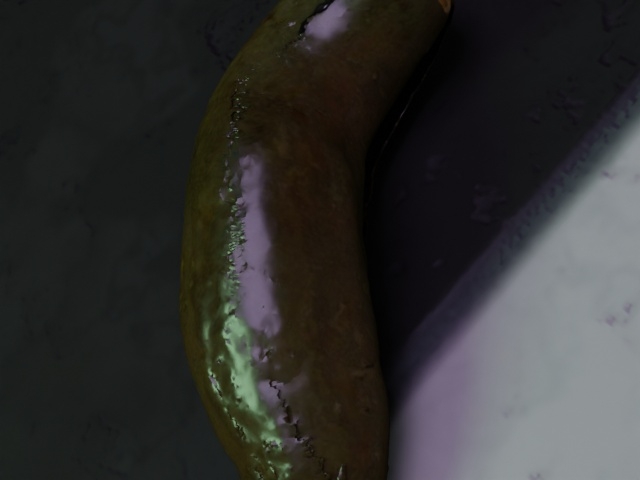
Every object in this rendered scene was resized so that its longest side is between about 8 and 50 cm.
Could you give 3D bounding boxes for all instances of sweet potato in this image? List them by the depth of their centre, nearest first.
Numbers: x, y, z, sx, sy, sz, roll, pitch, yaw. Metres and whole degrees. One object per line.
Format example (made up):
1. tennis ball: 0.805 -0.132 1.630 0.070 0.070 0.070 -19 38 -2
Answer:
1. sweet potato: -0.002 -0.003 0.476 0.112 0.085 0.285 -7 62 19
